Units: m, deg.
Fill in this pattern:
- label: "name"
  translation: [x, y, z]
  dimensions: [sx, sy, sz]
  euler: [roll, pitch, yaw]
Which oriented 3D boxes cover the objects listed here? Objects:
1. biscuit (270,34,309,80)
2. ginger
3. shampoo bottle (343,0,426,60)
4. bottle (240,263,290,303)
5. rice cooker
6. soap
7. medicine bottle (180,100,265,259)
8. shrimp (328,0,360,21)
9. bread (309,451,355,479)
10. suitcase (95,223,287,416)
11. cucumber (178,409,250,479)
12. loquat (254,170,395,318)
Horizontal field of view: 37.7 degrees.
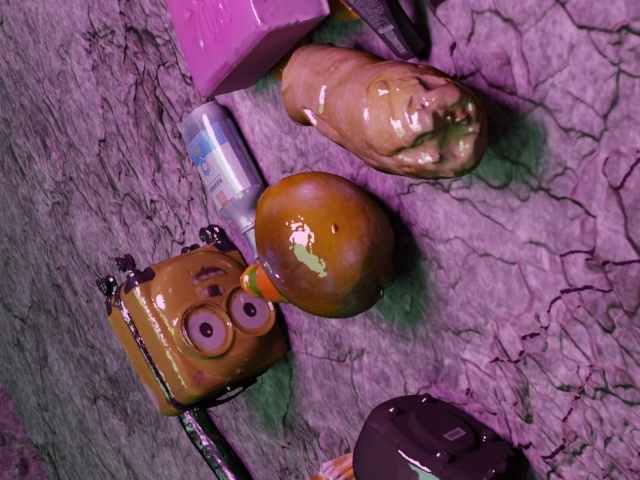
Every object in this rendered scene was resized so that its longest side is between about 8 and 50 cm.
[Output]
- label: "biscuit"
  translation: [-0.041, -0.226, 1.063]
  dimensions: [0.078, 0.015, 0.091]
  euler: [60, 147, 13]
- label: "ginger"
  translation: [0.060, -0.120, 0.889]
  dimensions: [0.263, 0.116, 0.109]
  euler: [29, 122, 50]
- label: "shampoo bottle"
  translation: [0.047, -0.223, 0.861]
  dimensions: [0.048, 0.027, 0.137]
  euler: [-18, 130, 38]
- label: "bottle"
  translation: [-0.047, 0.047, 1.197]
  dimensions: [0.187, 0.069, 0.069]
  euler: [-8, 103, 59]
- label: "rice cooker"
  translation: [0.126, 0.250, 1.008]
  dimensions: [0.203, 0.142, 0.118]
  euler: [31, 121, 38]
- label: "soap"
  translation: [-0.093, -0.273, 1.000]
  dimensions: [0.259, 0.081, 0.181]
  euler: [-15, 94, 69]
- label: "medicine bottle"
  translation: [-0.114, -0.076, 1.226]
  dimensions: [0.090, 0.054, 0.208]
  euler: [-34, 81, 55]
- label: "shrimp"
  translation: [0.041, -0.272, 0.884]
  dimensions: [0.217, 0.051, 0.115]
  euler: [3, 118, 54]
- label: "bread"
  translation: [0.076, 0.393, 1.202]
  dimensions: [0.241, 0.107, 0.136]
  euler: [51, 147, 23]
- label: "suitcase"
  translation: [-0.170, 0.109, 1.296]
  dimensions: [0.143, 0.194, 0.235]
  euler: [-41, 76, 46]
- label: "cucumber"
  translation: [-0.189, 0.347, 1.607]
  dimensions: [0.284, 0.056, 0.056]
  euler: [53, 145, 26]
- label: "loquat"
  translation: [0.000, 0.000, 1.029]
  dimensions: [0.195, 0.152, 0.152]
  euler: [35, 136, 28]
